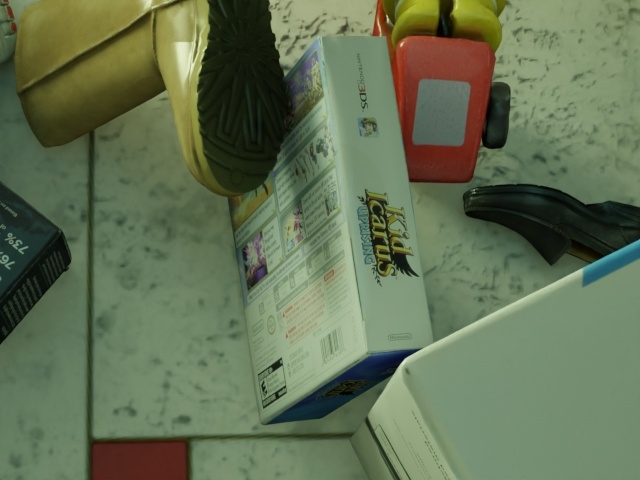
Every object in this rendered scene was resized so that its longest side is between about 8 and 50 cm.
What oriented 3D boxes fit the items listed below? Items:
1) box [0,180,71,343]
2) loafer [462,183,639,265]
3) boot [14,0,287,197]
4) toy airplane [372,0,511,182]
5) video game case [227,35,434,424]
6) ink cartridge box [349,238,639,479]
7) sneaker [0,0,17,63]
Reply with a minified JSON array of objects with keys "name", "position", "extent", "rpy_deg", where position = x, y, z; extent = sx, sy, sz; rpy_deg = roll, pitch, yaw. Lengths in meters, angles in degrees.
[{"name":"box","position":[-0.329,0.035,1.491],"extent":[0.153,0.108,0.207],"rpy_deg":[39,77,7]},{"name":"loafer","position":[0.203,-0.009,1.557],"extent":[0.170,0.062,0.061],"rpy_deg":[10,80,1]},{"name":"boot","position":[-0.146,-0.121,1.473],"extent":[0.089,0.269,0.236],"rpy_deg":[15,67,-40]},{"name":"toy airplane","position":[0.109,-0.288,1.515],"extent":[0.386,0.272,0.384],"rpy_deg":[-40,80,-11]},{"name":"video game case","position":[0.000,0.000,1.434],"extent":[0.061,0.269,0.244],"rpy_deg":[-4,75,-21]},{"name":"ink cartridge box","position":[0.195,0.129,1.348],"extent":[0.285,0.395,0.166],"rpy_deg":[-26,80,-9]},{"name":"sneaker","position":[-0.322,-0.215,1.595],"extent":[0.065,0.061,0.158],"rpy_deg":[-32,77,17]}]
